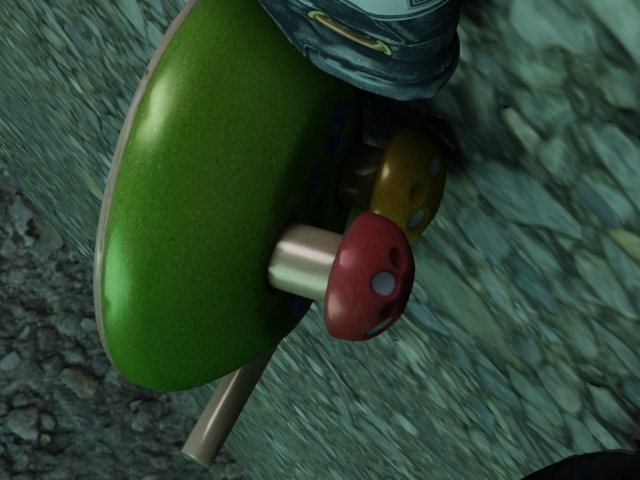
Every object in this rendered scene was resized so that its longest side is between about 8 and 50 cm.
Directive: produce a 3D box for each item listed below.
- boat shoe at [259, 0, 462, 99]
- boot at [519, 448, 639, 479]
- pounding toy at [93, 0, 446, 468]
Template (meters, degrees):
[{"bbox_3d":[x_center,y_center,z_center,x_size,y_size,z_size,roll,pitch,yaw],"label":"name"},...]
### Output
[{"bbox_3d":[-0.023,-0.120,0.529,0.183,0.065,0.083,43,164,21],"label":"boat shoe"},{"bbox_3d":[0.206,0.293,0.739,0.445,0.146,0.367,50,157,-18],"label":"boot"},{"bbox_3d":[0.000,0.000,0.645,0.110,0.183,0.237,17,156,16],"label":"pounding toy"}]
